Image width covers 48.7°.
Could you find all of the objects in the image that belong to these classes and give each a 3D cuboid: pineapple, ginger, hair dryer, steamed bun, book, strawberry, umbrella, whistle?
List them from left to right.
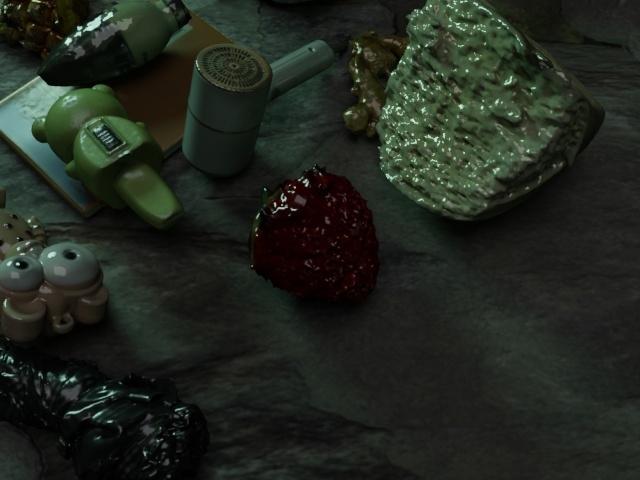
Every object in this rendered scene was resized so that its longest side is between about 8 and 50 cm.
[{"bbox_3d":[-0.481,-0.405,1.145,0.164,0.139,0.249,-6,59,5],"label":"pineapple"},{"bbox_3d":[-0.297,0.211,0.845,0.337,0.128,0.154,11,40,13],"label":"umbrella"},{"bbox_3d":[-0.287,-0.116,0.982,0.131,0.106,0.288,-37,67,-21],"label":"whistle"},{"bbox_3d":[-0.303,-0.230,1.118,0.262,0.028,0.374,41,69,18],"label":"book"},{"bbox_3d":[-0.058,-0.240,1.081,0.107,0.173,0.357,40,50,15],"label":"hair dryer"},{"bbox_3d":[0.000,0.000,0.930,0.201,0.187,0.184,44,43,-9],"label":"strawberry"},{"bbox_3d":[0.089,-0.256,1.124,0.193,0.052,0.176,-25,66,-21],"label":"ginger"},{"bbox_3d":[0.214,-0.169,0.993,0.272,0.274,0.290,-44,60,26],"label":"steamed bun"}]

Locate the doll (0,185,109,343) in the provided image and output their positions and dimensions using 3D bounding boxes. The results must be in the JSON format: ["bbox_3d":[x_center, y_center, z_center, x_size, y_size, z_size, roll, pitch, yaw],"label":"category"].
[{"bbox_3d":[-0.404,0.026,0.934,0.278,0.119,0.154,36,36,19],"label":"doll"}]

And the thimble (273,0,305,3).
[{"bbox_3d":[-0.062,-0.515,1.168,0.250,0.205,0.171,23,64,-8],"label":"thimble"}]

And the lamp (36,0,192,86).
[{"bbox_3d":[-0.317,-0.305,1.093,0.250,0.101,0.101,-32,67,-11],"label":"lamp"}]
